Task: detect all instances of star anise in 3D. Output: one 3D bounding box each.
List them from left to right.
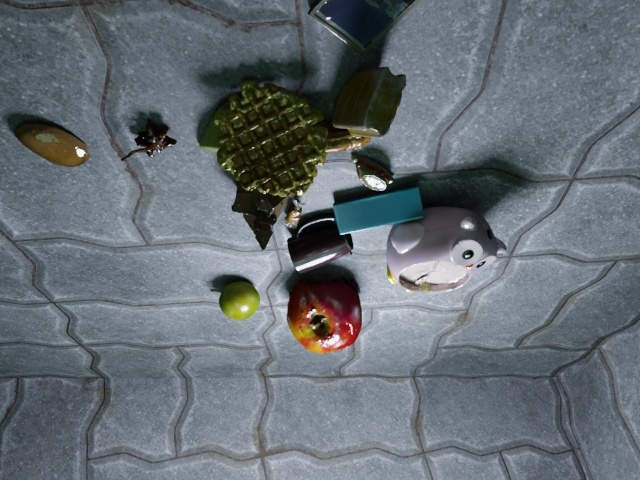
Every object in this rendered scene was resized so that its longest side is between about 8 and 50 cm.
[{"bbox_3d":[-0.511,-0.279,1.486,0.190,0.070,0.097,-21,144,28],"label":"star anise"}]

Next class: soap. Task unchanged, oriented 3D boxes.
[{"bbox_3d":[0.113,-0.355,1.316,0.080,0.257,0.161,18,97,-23],"label":"soap"}]

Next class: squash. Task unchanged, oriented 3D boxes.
[{"bbox_3d":[-0.216,-0.316,1.498,0.236,0.155,0.204,12,180,-23],"label":"squash"}]

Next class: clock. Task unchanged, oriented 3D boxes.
[{"bbox_3d":[0.438,0.016,1.836,0.376,0.251,0.368,-24,141,38],"label":"clock"}]

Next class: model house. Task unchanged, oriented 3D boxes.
[{"bbox_3d":[-0.201,-0.077,1.647,0.176,0.248,0.181,11,142,-20],"label":"model house"}]

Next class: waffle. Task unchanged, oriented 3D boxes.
[{"bbox_3d":[-0.140,-0.269,1.393,0.324,0.068,0.302,19,111,-3],"label":"waffle"}]

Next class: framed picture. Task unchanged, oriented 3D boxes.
[{"bbox_3d":[0.122,-0.561,1.161,0.188,0.023,0.259,23,138,-37],"label":"framed picture"}]

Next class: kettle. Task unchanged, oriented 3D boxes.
[{"bbox_3d":[0.000,0.000,1.902,0.232,0.144,0.202,-20,112,13],"label":"kettle"}]

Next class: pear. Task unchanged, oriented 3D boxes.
[{"bbox_3d":[-0.374,0.249,2.213,0.216,0.166,0.180,32,151,-10],"label":"pear"}]

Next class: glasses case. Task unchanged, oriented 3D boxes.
[{"bbox_3d":[0.201,-0.108,1.766,0.300,0.070,0.117,-11,105,10],"label":"glasses case"}]

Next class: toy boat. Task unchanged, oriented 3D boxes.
[{"bbox_3d":[0.170,-0.211,1.635,0.184,0.071,0.089,25,139,-34],"label":"toy boat"}]

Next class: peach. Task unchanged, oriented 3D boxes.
[{"bbox_3d":[0.018,0.328,2.264,0.338,0.354,0.416,0,-172,6],"label":"peach"}]

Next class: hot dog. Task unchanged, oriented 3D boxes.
[{"bbox_3d":[0.017,-0.293,1.462,0.268,0.115,0.072,-3,128,6],"label":"hot dog"}]

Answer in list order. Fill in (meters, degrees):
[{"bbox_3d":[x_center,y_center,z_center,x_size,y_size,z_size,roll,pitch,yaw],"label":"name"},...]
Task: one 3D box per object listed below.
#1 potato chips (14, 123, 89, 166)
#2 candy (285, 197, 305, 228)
[{"bbox_3d":[-0.785,-0.271,1.492,0.150,0.049,0.201,-17,150,28],"label":"potato chips"},{"bbox_3d":[-0.092,-0.098,1.806,0.053,0.047,0.182,3,151,-15],"label":"candy"}]
